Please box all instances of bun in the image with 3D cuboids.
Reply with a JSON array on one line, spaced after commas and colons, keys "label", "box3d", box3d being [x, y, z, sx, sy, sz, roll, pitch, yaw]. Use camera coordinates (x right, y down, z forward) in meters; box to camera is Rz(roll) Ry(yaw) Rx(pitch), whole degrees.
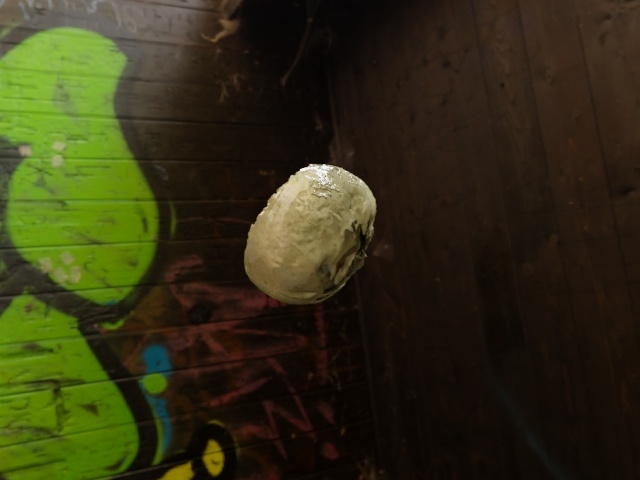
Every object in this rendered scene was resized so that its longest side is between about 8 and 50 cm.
[{"label": "bun", "box3d": [0.000, 0.000, 1.058, 0.152, 0.259, 0.259, 37, -52, 23]}]
